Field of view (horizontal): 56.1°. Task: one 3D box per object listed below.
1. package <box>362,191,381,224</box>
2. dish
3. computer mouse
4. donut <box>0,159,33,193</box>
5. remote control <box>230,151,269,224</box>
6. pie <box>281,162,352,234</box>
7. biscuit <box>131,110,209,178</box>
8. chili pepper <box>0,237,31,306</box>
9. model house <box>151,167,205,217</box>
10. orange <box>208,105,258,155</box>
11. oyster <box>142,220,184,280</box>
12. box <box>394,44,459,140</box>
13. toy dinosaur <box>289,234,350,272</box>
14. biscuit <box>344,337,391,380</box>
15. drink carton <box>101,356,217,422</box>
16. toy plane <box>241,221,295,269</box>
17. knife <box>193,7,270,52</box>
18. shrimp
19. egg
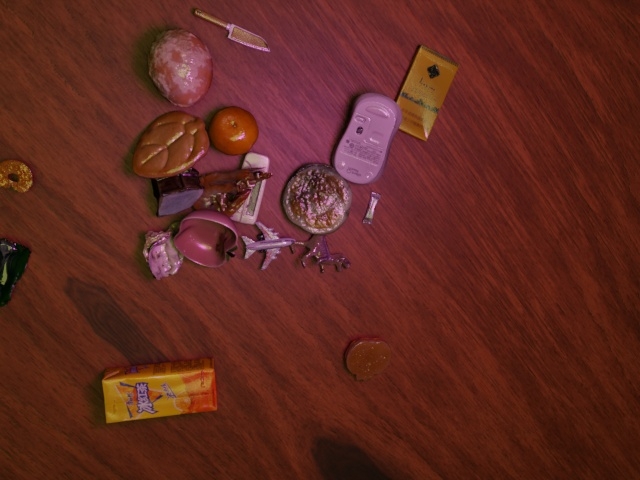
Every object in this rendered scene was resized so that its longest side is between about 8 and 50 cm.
[{"bbox_3d":[0.175,-0.110,2.048,0.037,0.015,0.110,16,95,-9],"label":"package"},{"bbox_3d":[-0.349,-0.020,1.885,0.213,0.090,0.213,2,132,2],"label":"dish"},{"bbox_3d":[0.149,-0.334,1.949,0.184,0.121,0.296,16,114,0],"label":"computer mouse"},{"bbox_3d":[-0.904,-0.192,1.781,0.108,0.043,0.097,22,96,-14],"label":"donut"},{"bbox_3d":[-0.227,-0.169,1.930,0.090,0.049,0.230,13,102,-13],"label":"remote control"},{"bbox_3d":[-0.012,-0.134,1.954,0.241,0.054,0.240,0,95,5],"label":"pie"},{"bbox_3d":[-0.458,-0.284,1.815,0.260,0.041,0.203,-39,79,-10],"label":"biscuit"},{"bbox_3d":[-0.947,0.096,1.818,0.108,0.062,0.216,9,100,-14],"label":"chili pepper"},{"bbox_3d":[-0.453,-0.177,1.862,0.165,0.106,0.152,-18,66,-11],"label":"model house"},{"bbox_3d":[-0.269,-0.335,1.855,0.155,0.134,0.154,2,77,-7],"label":"orange"},{"bbox_3d":[-0.491,0.024,1.907,0.191,0.081,0.163,-49,131,-15],"label":"oyster"},{"bbox_3d":[0.339,-0.488,1.998,0.153,0.041,0.279,22,95,-15],"label":"box"},{"bbox_3d":[-0.001,0.001,2.016,0.200,0.072,0.251,-20,92,-18],"label":"toy dinosaur"},{"bbox_3d":[0.165,0.417,2.132,0.170,0.050,0.170,-5,110,-13],"label":"biscuit"},{"bbox_3d":[-0.520,0.485,1.962,0.351,0.111,0.154,-4,101,-10],"label":"drink carton"},{"bbox_3d":[-0.168,0.011,1.969,0.171,0.065,0.162,-10,107,-14],"label":"toy plane"},{"bbox_3d":[-0.270,-0.640,1.845,0.256,0.022,0.046,20,89,-20],"label":"knife"},{"bbox_3d":[-0.278,-0.147,1.875,0.287,0.063,0.152,-10,98,16],"label":"shrimp"},{"bbox_3d":[-0.409,-0.503,1.756,0.195,0.195,0.233,-17,90,-9],"label":"egg"}]
